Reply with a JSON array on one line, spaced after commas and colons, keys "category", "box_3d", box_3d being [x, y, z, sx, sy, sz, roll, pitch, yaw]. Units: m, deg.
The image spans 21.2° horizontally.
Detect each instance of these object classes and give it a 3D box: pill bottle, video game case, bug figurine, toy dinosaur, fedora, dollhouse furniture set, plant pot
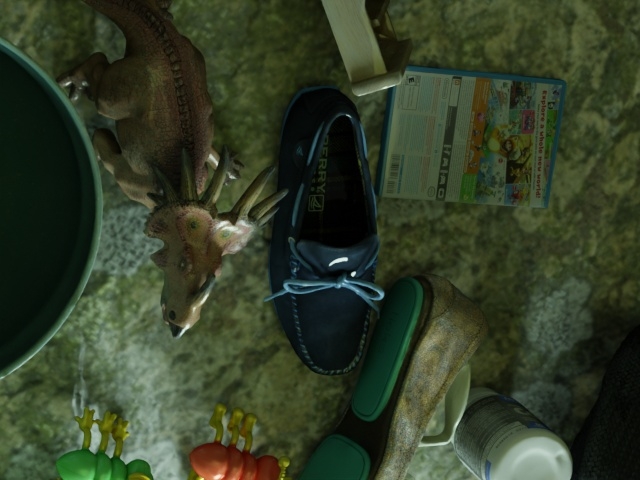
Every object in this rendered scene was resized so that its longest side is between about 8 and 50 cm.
[{"category": "pill bottle", "box_3d": [0.166, 0.185, 1.546, 0.078, 0.137, 0.078, -5, 106, -16]}, {"category": "video game case", "box_3d": [0.135, -0.092, 1.531, 0.166, 0.015, 0.119, 3, 102, -18]}, {"category": "bug figurine", "box_3d": [-0.151, 0.275, 1.503, 0.216, 0.072, 0.279, 17, 98, -21]}, {"category": "toy dinosaur", "box_3d": [-0.120, -0.092, 1.349, 0.127, 0.200, 0.295, -22, 109, -11]}, {"category": "fedora", "box_3d": [0.317, 0.175, 1.547, 0.153, 0.334, 0.334, 24, 96, 10]}, {"category": "dollhouse furniture set", "box_3d": [0.121, -0.239, 1.390, 0.242, 0.212, 0.161, -16, 108, 14]}, {"category": "plant pot", "box_3d": [-0.328, -0.043, 1.298, 0.293, 0.196, 0.293, -5, 106, -17]}]

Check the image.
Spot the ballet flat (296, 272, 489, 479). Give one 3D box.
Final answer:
[{"category": "ballet flat", "box_3d": [0.064, 0.186, 1.535, 0.106, 0.107, 0.316, 23, 97, -29]}]

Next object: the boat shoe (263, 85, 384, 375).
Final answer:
[{"category": "boat shoe", "box_3d": [0.000, 0.000, 1.471, 0.109, 0.089, 0.258, -13, 107, -14]}]
